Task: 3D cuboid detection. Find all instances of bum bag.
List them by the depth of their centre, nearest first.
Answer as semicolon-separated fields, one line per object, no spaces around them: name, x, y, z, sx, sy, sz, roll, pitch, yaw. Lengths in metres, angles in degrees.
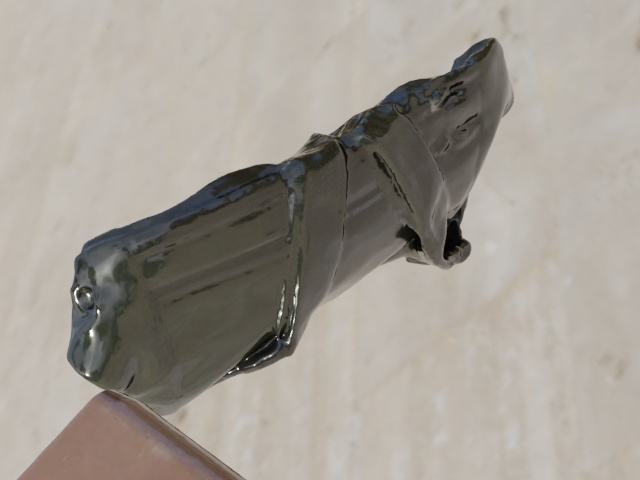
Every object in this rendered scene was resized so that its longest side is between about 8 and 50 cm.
bum bag;0.000;0.000;0.933;0.326;0.142;0.080;-30;48;-31

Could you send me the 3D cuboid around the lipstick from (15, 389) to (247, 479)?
lipstick;-0.008;0.081;0.344;0.045;0.045;0.145;-46;41;-14
